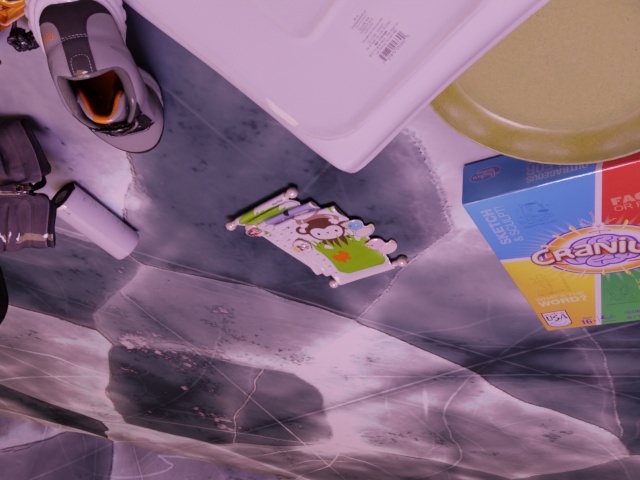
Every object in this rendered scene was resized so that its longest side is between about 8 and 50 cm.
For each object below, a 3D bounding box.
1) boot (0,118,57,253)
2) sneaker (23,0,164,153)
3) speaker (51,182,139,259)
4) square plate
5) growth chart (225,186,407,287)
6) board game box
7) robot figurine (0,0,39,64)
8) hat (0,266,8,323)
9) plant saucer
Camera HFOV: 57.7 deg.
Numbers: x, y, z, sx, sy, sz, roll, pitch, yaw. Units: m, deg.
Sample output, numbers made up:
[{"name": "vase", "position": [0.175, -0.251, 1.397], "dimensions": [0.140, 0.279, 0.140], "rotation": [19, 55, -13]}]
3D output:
[{"name": "boot", "position": [-0.482, -0.124, 0.741], "dimensions": [0.223, 0.337, 0.118], "rotation": [-20, -171, -22]}, {"name": "sneaker", "position": [-0.223, -0.147, 0.604], "dimensions": [0.100, 0.107, 0.271], "rotation": [-14, 166, -6]}, {"name": "speaker", "position": [-0.350, -0.028, 0.909], "dimensions": [0.055, 0.055, 0.136], "rotation": [-13, 139, 32]}, {"name": "square plate", "position": [-0.018, -0.229, 0.460], "dimensions": [0.344, 0.049, 0.347], "rotation": [38, 142, -11]}, {"name": "growth chart", "position": [0.000, 0.000, 0.869], "dimensions": [0.237, 0.021, 0.172], "rotation": [32, 140, -27]}, {"name": "board game box", "position": [0.349, -0.002, 0.715], "dimensions": [0.242, 0.064, 0.316], "rotation": [-15, 137, 33]}, {"name": "robot figurine", "position": [-0.372, -0.251, 0.572], "dimensions": [0.291, 0.085, 0.211], "rotation": [-11, 140, 30]}, {"name": "hat", "position": [-0.554, -0.017, 0.868], "dimensions": [0.134, 0.331, 0.331], "rotation": [-38, 132, 1]}, {"name": "plant saucer", "position": [0.205, -0.154, 0.528], "dimensions": [0.241, 0.037, 0.241], "rotation": [19, 159, 8]}]
